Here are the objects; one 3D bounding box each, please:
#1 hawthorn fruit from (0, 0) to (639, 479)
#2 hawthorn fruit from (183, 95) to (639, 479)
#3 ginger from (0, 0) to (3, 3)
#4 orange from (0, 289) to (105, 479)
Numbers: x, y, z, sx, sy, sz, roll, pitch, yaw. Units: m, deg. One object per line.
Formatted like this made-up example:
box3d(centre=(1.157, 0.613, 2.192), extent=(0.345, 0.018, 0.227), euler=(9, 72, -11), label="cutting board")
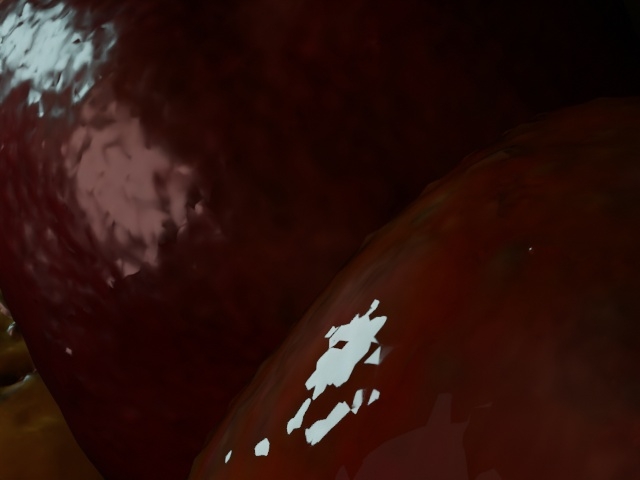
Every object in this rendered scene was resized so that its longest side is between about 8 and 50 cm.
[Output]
box3d(centre=(0.008, 0.000, 0.766), extent=(0.265, 0.265, 0.307), euler=(-130, 18, -57), label="hawthorn fruit")
box3d(centre=(0.096, 0.091, 0.519), extent=(0.300, 0.275, 0.275), euler=(-64, 34, 29), label="hawthorn fruit")
box3d(centre=(-0.235, -0.162, 1.489), extent=(0.200, 0.269, 0.223), euler=(-70, -15, 5), label="ginger")
box3d(centre=(-0.176, 0.129, 1.246), extent=(0.312, 0.312, 0.312), euler=(173, 90, -71), label="orange")
